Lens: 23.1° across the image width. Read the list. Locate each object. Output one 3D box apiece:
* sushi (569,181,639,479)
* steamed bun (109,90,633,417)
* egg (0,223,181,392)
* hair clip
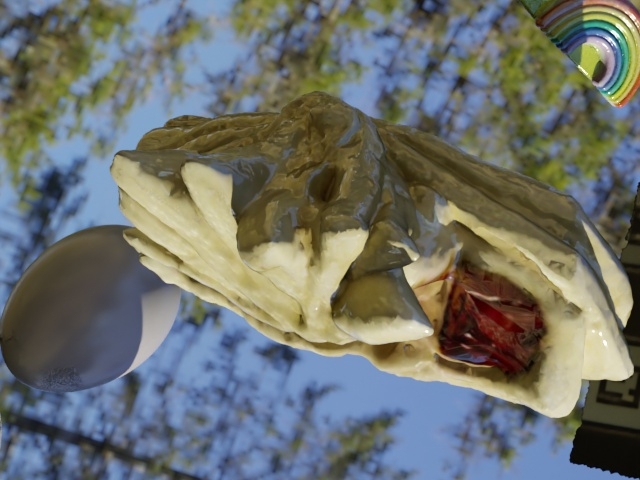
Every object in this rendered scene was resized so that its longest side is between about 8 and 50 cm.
[{"bbox_3d":[0.411,0.062,1.506,0.296,0.100,0.373,11,-103,26],"label":"sushi"},{"bbox_3d":[0.000,0.000,1.101,0.428,0.247,0.189,20,-130,27],"label":"steamed bun"},{"bbox_3d":[-0.226,0.067,1.536,0.198,0.146,0.146,-34,-163,-25],"label":"egg"},{"bbox_3d":[0.173,-0.170,1.095,0.060,0.188,0.033,-46,-155,6],"label":"hair clip"}]
